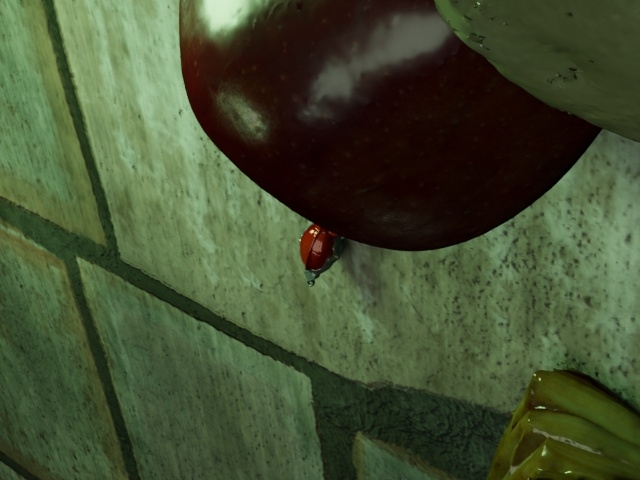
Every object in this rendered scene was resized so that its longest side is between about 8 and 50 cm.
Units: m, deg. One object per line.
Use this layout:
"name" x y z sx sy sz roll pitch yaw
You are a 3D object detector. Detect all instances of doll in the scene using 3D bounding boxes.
"doll" 0.001 -0.001 1.175 0.057 0.039 0.114 17 130 2

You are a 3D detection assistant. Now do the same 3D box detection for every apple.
"apple" 0.062 -0.142 0.778 0.317 0.288 0.288 -29 97 47

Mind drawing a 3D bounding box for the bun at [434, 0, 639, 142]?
"bun" 0.168 -0.217 0.520 0.234 0.326 0.362 -10 89 53

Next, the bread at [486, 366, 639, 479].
"bread" 0.257 0.291 1.022 0.324 0.167 0.278 37 143 23
